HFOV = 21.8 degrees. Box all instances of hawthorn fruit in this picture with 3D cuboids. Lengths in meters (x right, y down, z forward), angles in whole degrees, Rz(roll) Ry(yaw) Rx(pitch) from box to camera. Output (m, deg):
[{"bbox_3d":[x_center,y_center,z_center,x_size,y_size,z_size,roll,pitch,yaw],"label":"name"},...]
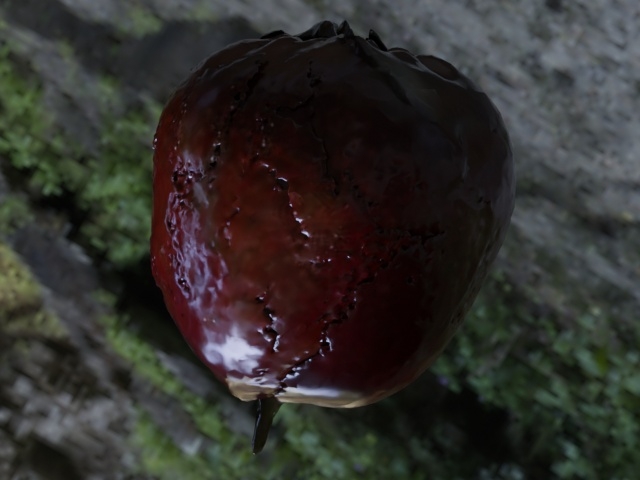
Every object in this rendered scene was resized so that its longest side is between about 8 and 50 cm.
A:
[{"bbox_3d":[0.000,0.000,0.644,0.148,0.172,0.148,9,-179,0],"label":"hawthorn fruit"}]
